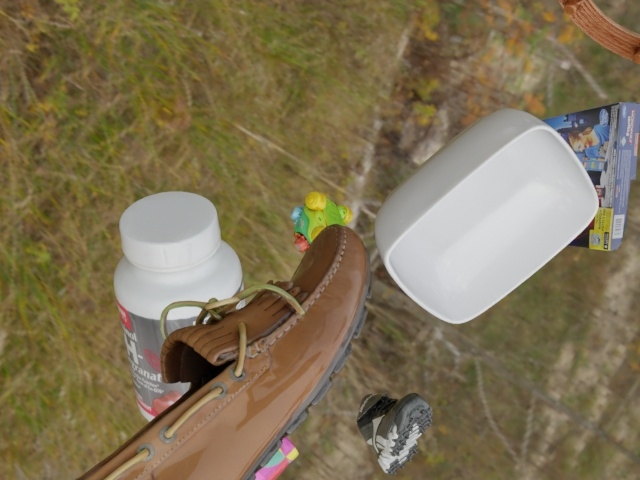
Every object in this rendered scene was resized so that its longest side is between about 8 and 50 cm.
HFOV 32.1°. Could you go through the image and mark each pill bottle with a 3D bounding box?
[{"bbox_3d":[-0.191,0.098,1.551,0.176,0.176,0.318,-26,130,-29],"label":"pill bottle"}]

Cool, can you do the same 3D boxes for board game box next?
[{"bbox_3d":[0.326,-0.094,1.510,0.060,0.194,0.194,-5,101,-47],"label":"board game box"}]

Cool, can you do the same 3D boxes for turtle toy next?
[{"bbox_3d":[0.000,0.000,1.445,0.066,0.130,0.095,-19,157,26],"label":"turtle toy"}]

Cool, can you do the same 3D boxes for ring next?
[{"bbox_3d":[0.495,-0.383,1.705,0.032,0.336,0.336,-55,141,-24],"label":"ring"}]

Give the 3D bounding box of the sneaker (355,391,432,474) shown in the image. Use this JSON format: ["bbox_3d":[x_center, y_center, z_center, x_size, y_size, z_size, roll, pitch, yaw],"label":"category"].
[{"bbox_3d":[0.096,0.260,1.610,0.078,0.106,0.234,-35,159,-19],"label":"sneaker"}]

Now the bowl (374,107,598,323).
[{"bbox_3d":[0.105,-0.020,0.746,0.142,0.053,0.142,-41,141,7],"label":"bowl"}]

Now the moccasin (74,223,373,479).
[{"bbox_3d":[-0.085,0.116,0.949,0.147,0.139,0.380,43,63,-5],"label":"moccasin"}]

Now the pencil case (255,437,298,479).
[{"bbox_3d":[-0.137,0.346,1.584,0.236,0.104,0.104,-47,138,-11],"label":"pencil case"}]
